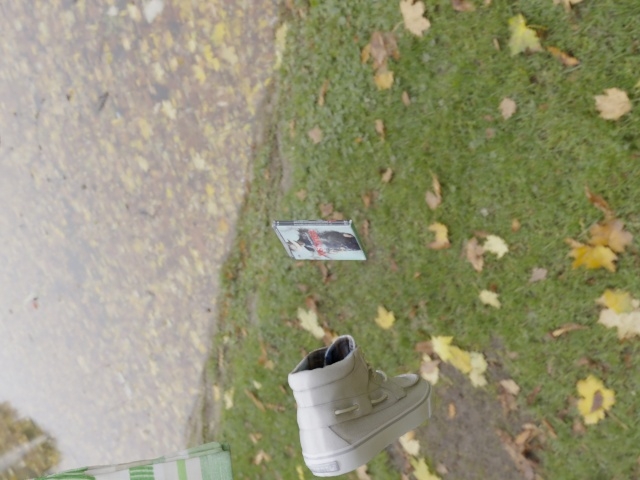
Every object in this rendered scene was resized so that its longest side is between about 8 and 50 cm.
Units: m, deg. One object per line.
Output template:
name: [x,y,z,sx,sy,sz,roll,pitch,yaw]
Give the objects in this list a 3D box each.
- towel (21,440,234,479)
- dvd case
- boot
towel: [-0.280,0.439,1.116,0.038,0.325,0.247,175,90,-71]
dvd case: [0.000,0.000,1.100,0.119,0.013,0.087,1,146,22]
boot: [0.055,0.166,0.889,0.095,0.258,0.123,-14,91,29]
